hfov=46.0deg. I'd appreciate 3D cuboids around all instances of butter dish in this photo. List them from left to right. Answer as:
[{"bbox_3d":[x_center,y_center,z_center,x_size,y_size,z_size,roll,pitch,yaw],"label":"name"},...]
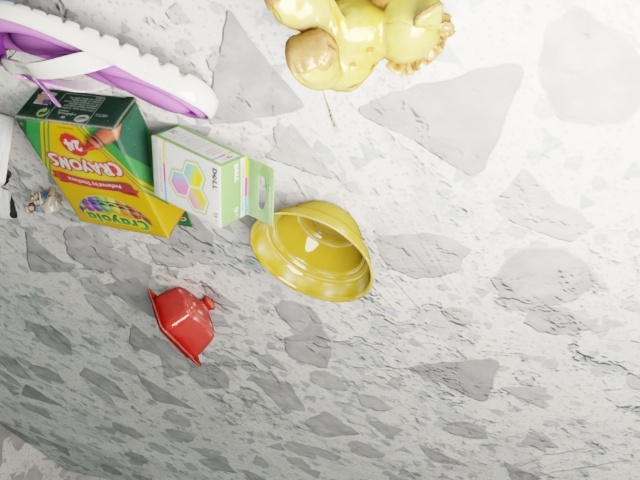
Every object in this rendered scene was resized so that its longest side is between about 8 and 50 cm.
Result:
[{"bbox_3d":[-0.283,0.165,1.638,0.160,0.118,0.160,57,179,-38],"label":"butter dish"}]

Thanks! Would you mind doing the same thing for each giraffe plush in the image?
[{"bbox_3d":[0.057,-0.240,0.837,0.170,0.181,0.210,-17,121,17],"label":"giraffe plush"}]

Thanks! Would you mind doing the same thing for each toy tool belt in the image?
[{"bbox_3d":[-0.565,-0.084,1.530,0.083,0.052,0.051,2,109,25],"label":"toy tool belt"}]

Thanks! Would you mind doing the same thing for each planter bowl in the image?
[{"bbox_3d":[0.000,0.000,1.243,0.217,0.090,0.217,18,144,13],"label":"planter bowl"}]

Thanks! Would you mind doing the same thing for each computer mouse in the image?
[{"bbox_3d":[-0.684,-0.094,1.588,0.106,0.042,0.193,19,146,6],"label":"computer mouse"}]

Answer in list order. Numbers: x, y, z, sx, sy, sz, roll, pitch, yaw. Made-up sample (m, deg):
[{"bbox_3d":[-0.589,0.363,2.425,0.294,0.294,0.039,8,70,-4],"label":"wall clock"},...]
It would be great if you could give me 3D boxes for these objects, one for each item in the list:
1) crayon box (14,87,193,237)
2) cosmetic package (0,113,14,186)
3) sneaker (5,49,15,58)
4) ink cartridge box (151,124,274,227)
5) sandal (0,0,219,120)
[{"bbox_3d":[-0.367,-0.114,1.327,0.202,0.081,0.318,9,144,21],"label":"crayon box"},{"bbox_3d":[-0.707,-0.158,1.353,0.224,0.138,0.224,15,157,-38],"label":"cosmetic package"},{"bbox_3d":[-0.611,-0.309,1.194,0.279,0.107,0.118,6,137,25],"label":"sneaker"},{"bbox_3d":[-0.170,-0.092,1.171,0.209,0.062,0.109,26,129,29],"label":"ink cartridge box"},{"bbox_3d":[-0.351,-0.240,1.064,0.416,0.102,0.169,19,173,2],"label":"sandal"}]
